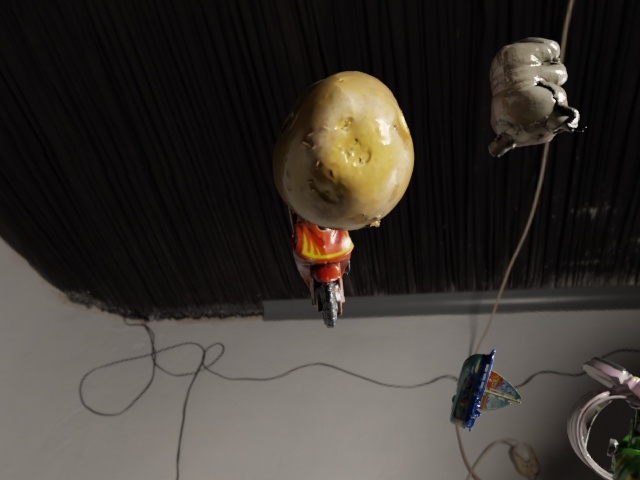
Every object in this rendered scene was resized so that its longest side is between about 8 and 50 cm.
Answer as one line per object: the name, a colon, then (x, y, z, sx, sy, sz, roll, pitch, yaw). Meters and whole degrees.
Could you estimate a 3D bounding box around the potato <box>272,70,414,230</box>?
potato: (0.017, -0.092, 0.517, 0.150, 0.146, 0.234, -31, 19, 3)

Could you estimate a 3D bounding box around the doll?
doll: (0.326, -0.228, 0.770, 0.095, 0.192, 0.149, 9, -20, -39)

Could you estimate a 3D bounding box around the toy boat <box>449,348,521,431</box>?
toy boat: (0.297, 0.263, 0.858, 0.110, 0.175, 0.091, 14, 29, 16)

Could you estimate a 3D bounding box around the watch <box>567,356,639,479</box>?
watch: (0.682, 0.426, 1.134, 0.244, 0.196, 0.231, 41, 93, 24)

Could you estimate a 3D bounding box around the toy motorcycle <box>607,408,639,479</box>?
toy motorcycle: (0.402, 0.297, 0.614, 0.074, 0.190, 0.106, 9, 36, 34)

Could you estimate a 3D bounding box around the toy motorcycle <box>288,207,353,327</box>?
toy motorcycle: (-0.001, 0.002, 0.791, 0.089, 0.171, 0.298, -12, 32, -2)
